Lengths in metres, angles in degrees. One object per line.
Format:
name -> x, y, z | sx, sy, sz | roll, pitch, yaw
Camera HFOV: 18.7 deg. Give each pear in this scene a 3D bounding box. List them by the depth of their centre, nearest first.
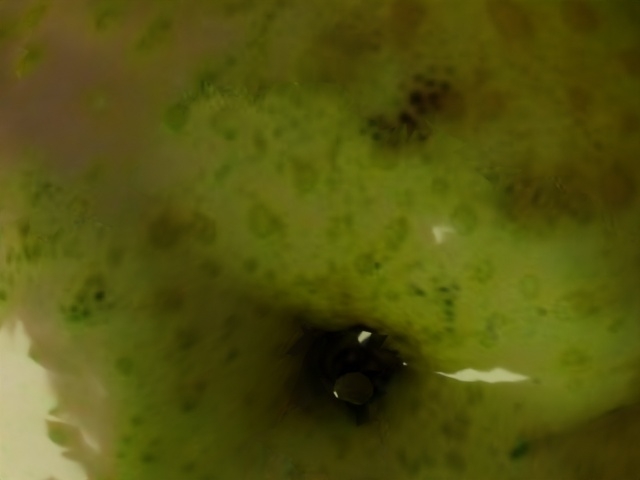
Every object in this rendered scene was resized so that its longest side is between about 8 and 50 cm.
pear -> 0.000, 0.000, 0.623 | 0.391, 0.391, 0.391 | 44, 174, 6
